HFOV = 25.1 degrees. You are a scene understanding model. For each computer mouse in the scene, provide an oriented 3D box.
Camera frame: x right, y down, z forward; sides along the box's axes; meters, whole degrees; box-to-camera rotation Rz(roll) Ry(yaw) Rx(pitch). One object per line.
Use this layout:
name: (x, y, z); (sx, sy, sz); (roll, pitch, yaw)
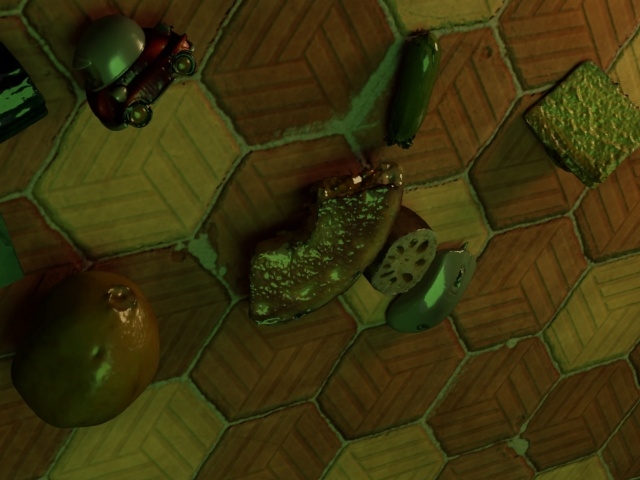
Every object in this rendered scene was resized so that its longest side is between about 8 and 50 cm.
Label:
computer mouse: (0.179, 0.080, 2.189); (0.089, 0.056, 0.182); (20, 113, -48)

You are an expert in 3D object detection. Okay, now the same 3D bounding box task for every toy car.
toy car: (-0.223, -0.207, 1.638); (0.139, 0.112, 0.112); (-45, 122, -7)

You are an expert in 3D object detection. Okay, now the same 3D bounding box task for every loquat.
loquat: (-0.297, 0.142, 1.824); (0.234, 0.176, 0.187); (-53, 178, 30)

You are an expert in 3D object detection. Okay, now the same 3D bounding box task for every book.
book: (-0.425, 0.016, 1.746); (0.103, 0.017, 0.135); (-26, 137, -17)

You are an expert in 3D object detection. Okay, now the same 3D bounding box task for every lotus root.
lotus root: (0.107, 0.012, 2.061); (0.112, 0.081, 0.122); (5, 122, -39)

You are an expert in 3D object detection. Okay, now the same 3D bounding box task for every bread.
bread: (0.386, -0.170, 2.085); (0.147, 0.127, 0.152); (-46, 120, 9)

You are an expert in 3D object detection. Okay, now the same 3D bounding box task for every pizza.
pizza: (0.000, 0.000, 1.970); (0.161, 0.085, 0.305); (35, 108, -33)

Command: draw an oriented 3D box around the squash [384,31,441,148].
squash: (0.123, -0.195, 1.916); (0.052, 0.052, 0.183); (-9, 134, -28)

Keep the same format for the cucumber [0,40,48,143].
cucumber: (-0.373, -0.149, 1.608); (0.115, 0.062, 0.116); (-33, 139, -11)
